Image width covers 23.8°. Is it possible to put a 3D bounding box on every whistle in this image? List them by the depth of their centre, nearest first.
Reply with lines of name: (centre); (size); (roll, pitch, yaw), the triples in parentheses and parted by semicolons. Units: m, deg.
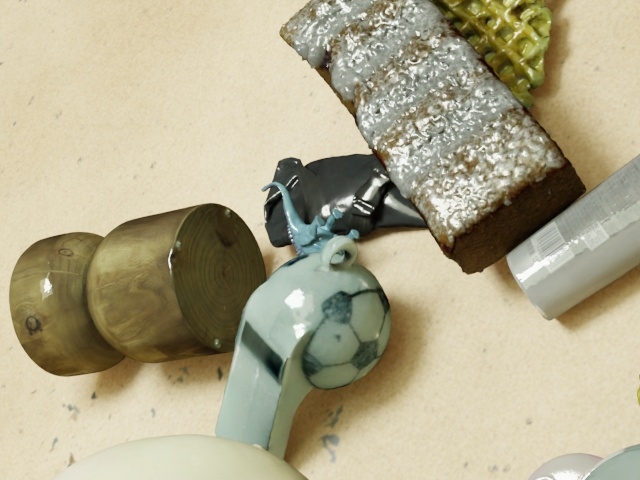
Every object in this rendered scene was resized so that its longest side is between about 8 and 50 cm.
whistle: (-0.007, 0.117, 1.664); (0.163, 0.163, 0.289); (52, 137, 45)

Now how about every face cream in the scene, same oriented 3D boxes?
face cream: (0.316, -0.028, 1.523); (0.269, 0.073, 0.107); (-37, 49, 14)

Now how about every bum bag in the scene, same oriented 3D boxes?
bum bag: (0.042, -0.060, 1.775); (0.248, 0.060, 0.123); (-13, 56, 32)

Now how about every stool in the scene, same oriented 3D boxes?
stool: (-0.218, 0.062, 1.824); (0.264, 0.179, 0.179); (-11, 56, 33)

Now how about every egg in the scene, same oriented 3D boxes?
egg: (-0.151, 0.329, 1.490); (0.283, 0.345, 0.283); (-176, 90, -72)

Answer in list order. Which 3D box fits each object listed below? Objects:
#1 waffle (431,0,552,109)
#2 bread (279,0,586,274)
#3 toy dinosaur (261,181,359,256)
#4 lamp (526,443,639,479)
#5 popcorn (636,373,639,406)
waffle: (0.174, -0.221, 1.779); (0.223, 0.054, 0.204); (-8, 64, 35)
bread: (0.115, -0.151, 1.673); (0.165, 0.113, 0.416); (-41, 51, 9)
toy dinosaur: (0.000, 0.000, 1.732); (0.197, 0.045, 0.080); (49, 137, 17)
lamp: (0.274, 0.259, 1.344); (0.246, 0.108, 0.179); (12, 69, 43)
popcorn: (0.342, 0.136, 1.372); (0.116, 0.106, 0.120); (-43, 44, 23)
